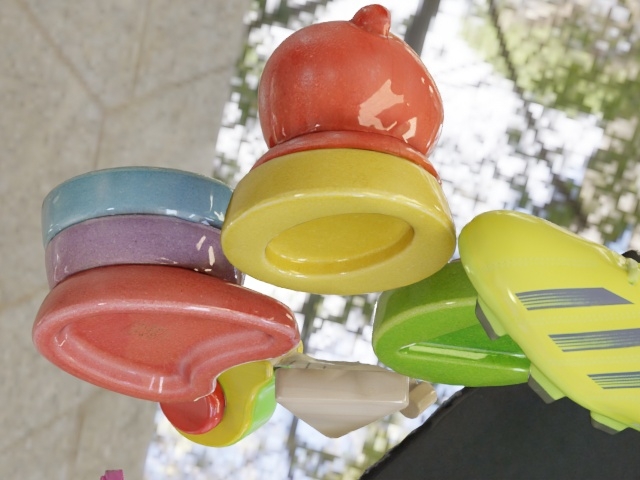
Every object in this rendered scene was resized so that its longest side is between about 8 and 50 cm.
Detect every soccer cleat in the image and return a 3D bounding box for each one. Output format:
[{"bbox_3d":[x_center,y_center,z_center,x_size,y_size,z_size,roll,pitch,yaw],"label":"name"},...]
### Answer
[{"bbox_3d":[0.200,0.062,0.831,0.289,0.121,0.093,37,-150,-2],"label":"soccer cleat"}]

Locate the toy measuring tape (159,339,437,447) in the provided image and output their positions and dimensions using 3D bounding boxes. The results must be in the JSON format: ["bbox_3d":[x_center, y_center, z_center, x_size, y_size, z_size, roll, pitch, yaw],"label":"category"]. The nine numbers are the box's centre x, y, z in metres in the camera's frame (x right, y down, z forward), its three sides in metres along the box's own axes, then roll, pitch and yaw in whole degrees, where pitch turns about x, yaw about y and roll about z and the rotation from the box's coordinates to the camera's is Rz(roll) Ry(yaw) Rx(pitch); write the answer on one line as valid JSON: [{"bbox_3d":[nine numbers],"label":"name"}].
[{"bbox_3d":[-0.045,0.150,1.561,0.330,0.121,0.121,12,-158,30],"label":"toy measuring tape"}]

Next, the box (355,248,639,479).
[{"bbox_3d":[0.303,0.341,1.102,0.480,0.297,0.472,46,176,38],"label":"box"}]

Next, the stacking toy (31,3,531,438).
[{"bbox_3d":[0.000,0.000,0.991,0.279,0.309,0.130,23,-124,-39],"label":"stacking toy"}]

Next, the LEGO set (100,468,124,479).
[{"bbox_3d":[-0.161,0.263,1.036,0.093,0.087,0.227,0,-130,-15],"label":"LEGO set"}]
